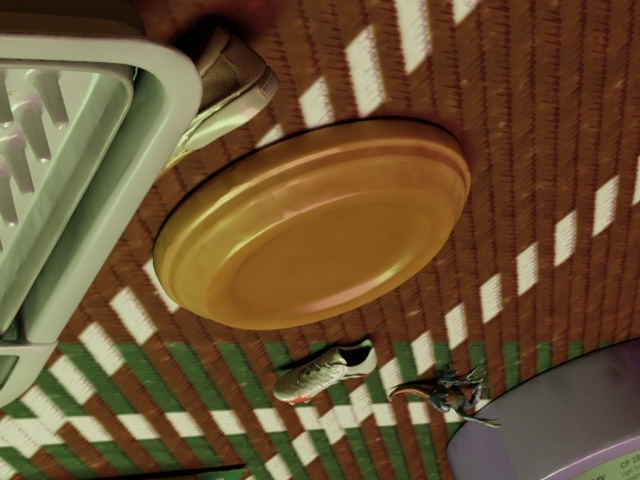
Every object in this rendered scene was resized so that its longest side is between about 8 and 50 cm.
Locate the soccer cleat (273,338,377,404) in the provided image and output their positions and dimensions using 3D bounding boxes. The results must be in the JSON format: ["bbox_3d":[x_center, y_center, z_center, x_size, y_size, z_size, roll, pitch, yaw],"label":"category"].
[{"bbox_3d":[0.004,0.095,1.073,0.083,0.029,0.035,-17,145,-17],"label":"soccer cleat"}]

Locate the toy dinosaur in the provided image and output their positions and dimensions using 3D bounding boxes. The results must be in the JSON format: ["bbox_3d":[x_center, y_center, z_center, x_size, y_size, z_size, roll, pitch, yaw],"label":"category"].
[{"bbox_3d":[0.110,0.126,1.222,0.090,0.047,0.082,9,168,13],"label":"toy dinosaur"}]

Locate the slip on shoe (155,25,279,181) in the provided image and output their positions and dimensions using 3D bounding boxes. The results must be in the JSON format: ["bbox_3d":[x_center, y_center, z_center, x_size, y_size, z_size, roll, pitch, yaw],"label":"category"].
[{"bbox_3d":[-0.082,-0.055,0.704,0.135,0.051,0.041,-28,115,31],"label":"slip on shoe"}]

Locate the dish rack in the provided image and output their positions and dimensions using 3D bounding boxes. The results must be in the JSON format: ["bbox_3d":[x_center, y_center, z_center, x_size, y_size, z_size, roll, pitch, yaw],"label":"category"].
[{"bbox_3d":[-0.232,-0.008,0.644,0.286,0.072,0.333,-2,148,-33],"label":"dish rack"}]

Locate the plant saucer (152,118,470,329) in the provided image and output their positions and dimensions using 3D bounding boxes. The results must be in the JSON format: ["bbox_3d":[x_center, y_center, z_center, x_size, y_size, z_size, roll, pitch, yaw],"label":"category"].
[{"bbox_3d":[0.000,0.000,0.873,0.200,0.037,0.200,-16,154,-8],"label":"plant saucer"}]

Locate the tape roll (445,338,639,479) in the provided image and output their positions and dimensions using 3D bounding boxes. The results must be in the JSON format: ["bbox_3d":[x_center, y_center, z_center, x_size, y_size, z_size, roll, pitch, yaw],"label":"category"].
[{"bbox_3d":[0.262,0.195,1.387,0.275,0.090,0.275,-16,154,-8],"label":"tape roll"}]

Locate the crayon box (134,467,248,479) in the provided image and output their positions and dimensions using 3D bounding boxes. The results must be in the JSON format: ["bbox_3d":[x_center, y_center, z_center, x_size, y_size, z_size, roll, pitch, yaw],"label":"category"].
[{"bbox_3d":[-0.226,0.275,1.183,0.323,0.083,0.203,0,147,-38],"label":"crayon box"}]
